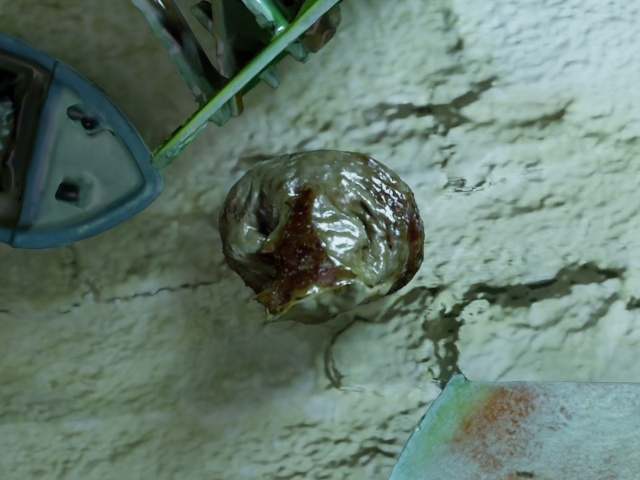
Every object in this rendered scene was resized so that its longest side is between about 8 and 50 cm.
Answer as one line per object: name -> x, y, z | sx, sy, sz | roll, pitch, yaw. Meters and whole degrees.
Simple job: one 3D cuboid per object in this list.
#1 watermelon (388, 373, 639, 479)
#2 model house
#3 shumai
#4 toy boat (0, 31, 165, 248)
watermelon -> 0.239, 0.188, 0.695 | 0.387, 0.258, 0.228 | 20, 61, 1
model house -> -0.080, -0.235, 0.596 | 0.242, 0.358, 0.313 | -43, 98, 13
shumai -> 0.008, -0.001, 0.784 | 0.139, 0.105, 0.123 | 2, 100, -23
toy boat -> -0.264, -0.080, 0.758 | 0.331, 0.133, 0.145 | 15, 102, 0
